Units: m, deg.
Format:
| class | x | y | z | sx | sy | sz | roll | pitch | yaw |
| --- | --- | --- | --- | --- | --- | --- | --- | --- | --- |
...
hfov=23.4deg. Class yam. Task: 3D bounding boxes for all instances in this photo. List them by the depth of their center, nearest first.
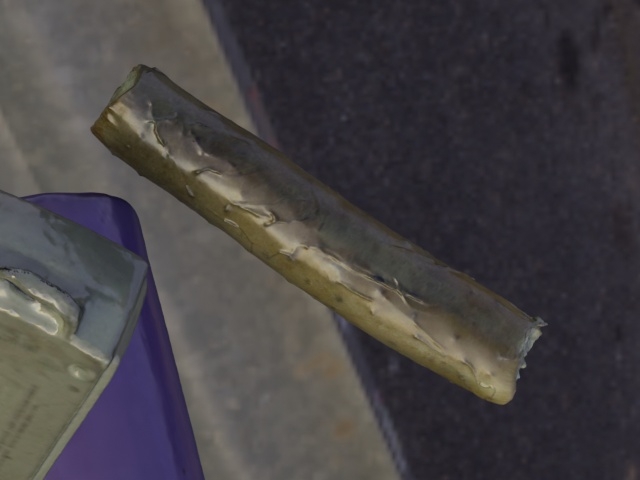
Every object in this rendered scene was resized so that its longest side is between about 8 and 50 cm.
| class | x | y | z | sx | sy | sz | roll | pitch | yaw |
| --- | --- | --- | --- | --- | --- | --- | --- | --- | --- |
| yam | 0.000 | 0.000 | 1.140 | 0.371 | 0.083 | 0.083 | 32 | 54 | -7 |

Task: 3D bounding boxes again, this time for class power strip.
| class | x | y | z | sx | sy | sz | roll | pitch | yaw |
| --- | --- | --- | --- | --- | --- | --- | --- | --- | --- |
| power strip | -0.140 | 0.070 | 0.594 | 0.078 | 0.272 | 0.052 | 25 | 49 | -11 |

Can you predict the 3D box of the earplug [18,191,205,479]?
| class | x | y | z | sx | sy | sz | roll | pitch | yaw |
| --- | --- | --- | --- | --- | --- | --- | --- | --- | --- |
| earplug | -0.163 | 0.210 | 1.030 | 0.215 | 0.215 | 0.456 | 3 | 64 | -56 |
